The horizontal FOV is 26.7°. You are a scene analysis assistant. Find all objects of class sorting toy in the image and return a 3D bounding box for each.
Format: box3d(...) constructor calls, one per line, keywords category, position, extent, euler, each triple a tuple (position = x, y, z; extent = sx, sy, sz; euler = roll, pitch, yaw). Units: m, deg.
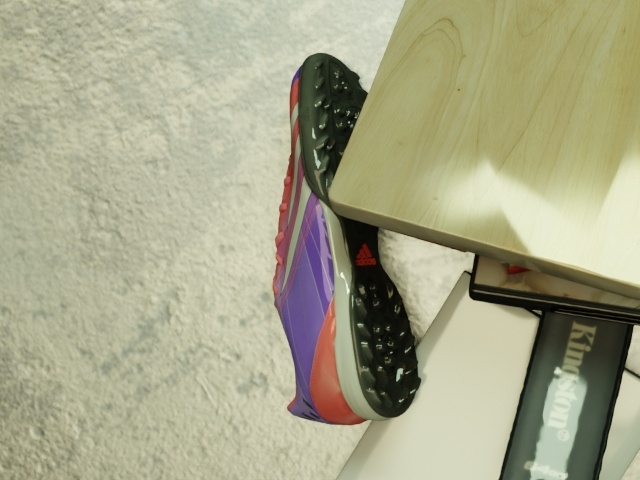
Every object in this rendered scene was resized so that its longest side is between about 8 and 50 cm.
box3d(category="sorting toy", position=(0.171, -0.088, 1.086), extent=(0.256, 0.089, 0.257), euler=(16, 67, 13))

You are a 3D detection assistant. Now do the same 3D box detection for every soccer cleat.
box3d(category="soccer cleat", position=(0.000, 0.000, 1.155), extent=(0.116, 0.109, 0.318), euler=(-14, 82, 38))

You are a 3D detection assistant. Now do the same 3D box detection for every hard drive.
box3d(category="hard drive", position=(0.130, 0.209, 1.163), extent=(0.203, 0.040, 0.307), euler=(32, 96, 8))

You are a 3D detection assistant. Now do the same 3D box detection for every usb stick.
box3d(category="usb stick", position=(0.205, 0.108, 1.088), extent=(0.077, 0.045, 0.278), euler=(17, 67, 4))

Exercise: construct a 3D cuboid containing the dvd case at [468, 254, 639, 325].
box3d(category="dvd case", position=(0.259, -0.016, 1.105), extent=(0.253, 0.022, 0.180), euler=(8, 65, 9))
